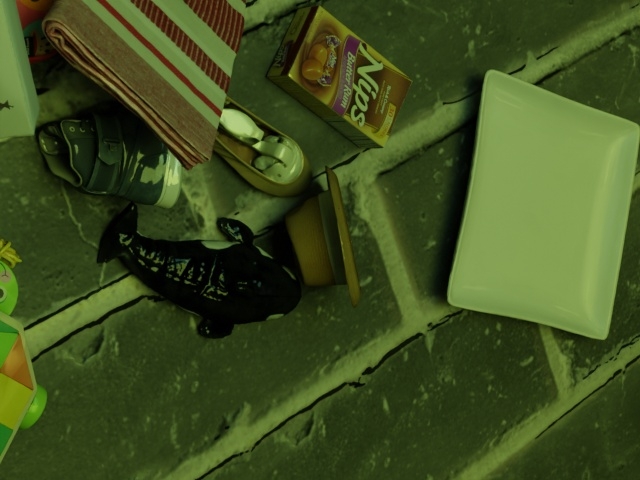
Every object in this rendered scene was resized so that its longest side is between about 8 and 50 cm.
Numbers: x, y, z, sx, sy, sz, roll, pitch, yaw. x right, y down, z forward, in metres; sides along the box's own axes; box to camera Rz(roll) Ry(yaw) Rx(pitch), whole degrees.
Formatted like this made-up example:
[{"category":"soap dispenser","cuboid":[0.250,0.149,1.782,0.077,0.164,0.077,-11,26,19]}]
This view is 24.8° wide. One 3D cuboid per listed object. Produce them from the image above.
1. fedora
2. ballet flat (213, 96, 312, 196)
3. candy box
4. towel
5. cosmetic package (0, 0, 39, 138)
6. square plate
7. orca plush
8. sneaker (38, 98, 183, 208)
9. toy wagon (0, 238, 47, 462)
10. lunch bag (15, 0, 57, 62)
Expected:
[{"category":"fedora","cuboid":[0.000,0.000,1.865,0.079,0.194,0.194,-11,102,1]},{"category":"ballet flat","cuboid":[-0.083,-0.118,1.827,0.232,0.073,0.080,29,75,-35]},{"category":"candy box","cuboid":[0.028,-0.214,1.922,0.187,0.053,0.109,34,71,-35]},{"category":"towel","cuboid":[-0.191,-0.254,1.655,0.237,0.037,0.329,44,33,-27]},{"category":"cosmetic package","cuboid":[-0.451,-0.264,1.394,0.285,0.097,0.377,-9,114,-1]},{"category":"square plate","cuboid":[0.329,-0.046,2.163,0.347,0.049,0.344,14,84,-37]},{"category":"orca plush","cuboid":[-0.122,0.032,1.785,0.287,0.102,0.151,37,70,-33]},{"category":"sneaker","cuboid":[-0.242,-0.157,1.696,0.163,0.086,0.226,7,76,-28]},{"category":"toy wagon","cuboid":[-0.422,0.145,1.582,0.267,0.068,0.344,36,71,-33]},{"category":"lunch bag","cuboid":[-0.408,-0.325,1.545,0.258,0.120,0.293,-9,100,-32]}]
